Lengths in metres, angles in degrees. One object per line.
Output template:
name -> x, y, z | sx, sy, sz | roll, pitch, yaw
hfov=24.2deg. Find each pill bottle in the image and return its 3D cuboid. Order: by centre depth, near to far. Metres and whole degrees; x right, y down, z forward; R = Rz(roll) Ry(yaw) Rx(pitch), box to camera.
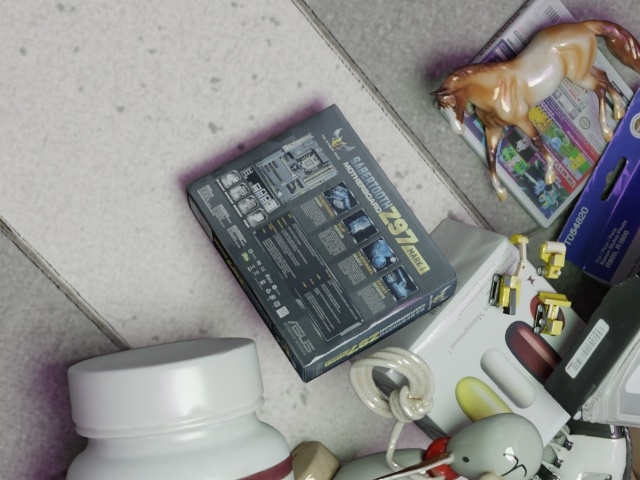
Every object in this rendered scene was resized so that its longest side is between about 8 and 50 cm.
pill bottle -> -0.129, 0.304, 1.472 | 0.224, 0.224, 0.392 | -9, 92, -20

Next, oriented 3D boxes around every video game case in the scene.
video game case -> 0.249, -0.146, 1.662 | 0.183, 0.023, 0.201 | -47, 113, -8

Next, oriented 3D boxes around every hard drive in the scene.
hard drive -> 0.414, 0.098, 1.579 | 0.339, 0.064, 0.237 | 12, 118, -45

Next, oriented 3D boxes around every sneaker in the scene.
sneaker -> 0.260, 0.286, 1.690 | 0.146, 0.122, 0.331 | -2, 104, -18

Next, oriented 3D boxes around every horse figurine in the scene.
horse figurine -> 0.247, -0.161, 1.610 | 0.263, 0.066, 0.174 | -33, 117, -10

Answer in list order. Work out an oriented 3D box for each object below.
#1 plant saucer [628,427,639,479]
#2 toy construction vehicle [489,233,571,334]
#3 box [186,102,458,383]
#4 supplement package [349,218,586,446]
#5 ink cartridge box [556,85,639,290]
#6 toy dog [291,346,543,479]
plant saucer -> 0.443, 0.184, 1.754 | 0.277, 0.041, 0.278 | -14, 115, -32
toy construction vehicle -> 0.220, 0.047, 1.518 | 0.085, 0.035, 0.098 | 10, 92, -25
box -> 0.000, 0.000, 1.503 | 0.183, 0.059, 0.233 | -31, 71, -12
supplement package -> 0.167, 0.121, 1.609 | 0.194, 0.149, 0.203 | -48, 112, -8
ink cartridge box -> 0.402, -0.031, 1.716 | 0.224, 0.045, 0.223 | 28, 89, -30
toy dog -> 0.068, 0.278, 1.520 | 0.220, 0.334, 0.161 | 28, 49, -4
